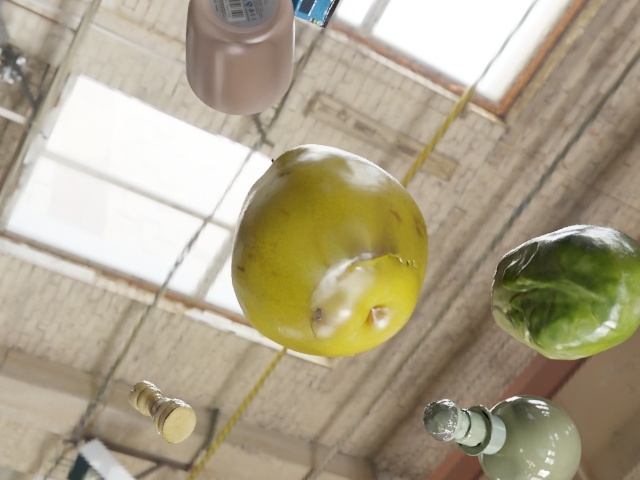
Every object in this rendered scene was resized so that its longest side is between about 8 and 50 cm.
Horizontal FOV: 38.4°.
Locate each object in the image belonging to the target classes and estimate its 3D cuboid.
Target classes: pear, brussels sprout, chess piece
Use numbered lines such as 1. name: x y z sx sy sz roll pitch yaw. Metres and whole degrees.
1. pear: -0.008 0.008 1.279 0.336 0.285 0.284 25 -88 36
2. brussels sprout: 0.289 0.057 1.045 0.181 0.144 0.161 13 -104 46
3. chess piece: -0.257 0.268 1.474 0.122 0.066 0.066 26 -86 44

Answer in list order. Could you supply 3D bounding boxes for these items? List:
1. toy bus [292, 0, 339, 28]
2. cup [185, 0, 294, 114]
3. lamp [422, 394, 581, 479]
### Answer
1. toy bus: -0.052 -0.480 1.715 0.185 0.106 0.090 44 -65 37
2. cup: -0.128 -0.374 1.585 0.200 0.192 0.252 104 3 -65
3. lamp: 0.152 0.169 0.797 0.091 0.163 0.090 -35 -137 41
